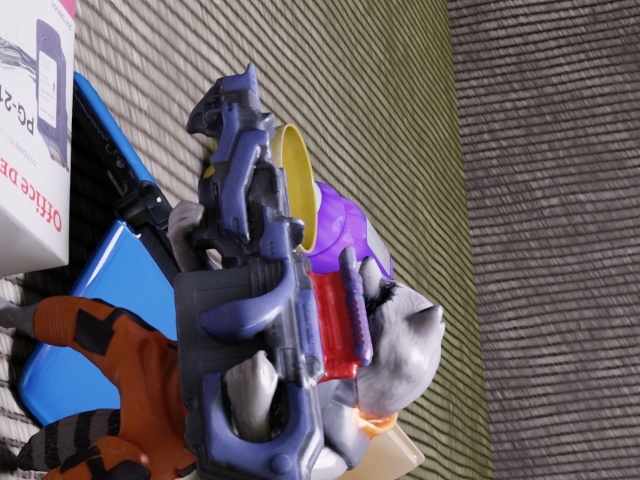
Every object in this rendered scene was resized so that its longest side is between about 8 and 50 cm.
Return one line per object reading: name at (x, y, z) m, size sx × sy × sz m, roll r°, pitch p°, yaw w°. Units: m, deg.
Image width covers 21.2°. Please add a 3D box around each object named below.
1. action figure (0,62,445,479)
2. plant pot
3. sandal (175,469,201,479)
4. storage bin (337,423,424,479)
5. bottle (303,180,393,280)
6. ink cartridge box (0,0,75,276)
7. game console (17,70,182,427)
action figure at (-0.077, 0.063, 1.129) m, size 0.178 × 0.330 × 0.341 m, roll 67°, pitch 20°, yaw -51°
plant pot at (-0.066, -0.047, 1.749) m, size 0.134 × 0.095 × 0.134 m, roll -9°, pitch 90°, yaw -77°
sandal at (-0.050, 0.160, 1.426) m, size 0.303 × 0.086 × 0.120 m, roll -52°, pitch 148°, yaw -26°
storage bin at (-0.007, 0.264, 1.620) m, size 0.260 × 0.123 × 0.262 m, roll 50°, pitch 30°, yaw -34°
bottle at (0.000, 0.000, 1.955) m, size 0.283 × 0.118 × 0.092 m, roll 52°, pitch 35°, yaw -63°
ink cartridge box at (-0.232, -0.111, 1.078) m, size 0.172 × 0.100 × 0.237 m, roll 53°, pitch 32°, yaw -63°
game console at (-0.171, 0.053, 1.401) m, size 0.250 × 0.173 × 0.293 m, roll 54°, pitch -6°, yaw 35°
